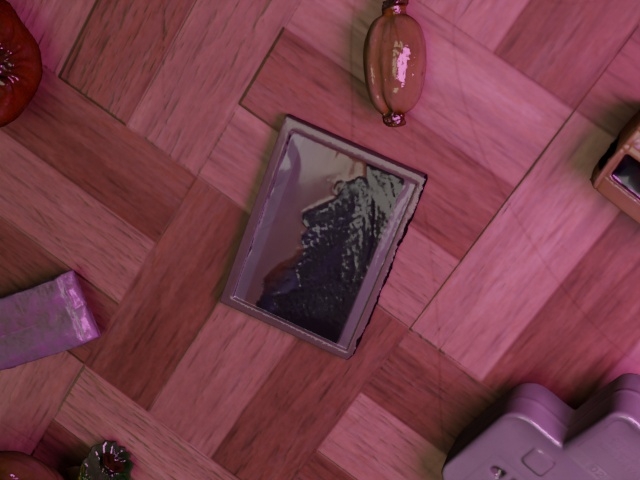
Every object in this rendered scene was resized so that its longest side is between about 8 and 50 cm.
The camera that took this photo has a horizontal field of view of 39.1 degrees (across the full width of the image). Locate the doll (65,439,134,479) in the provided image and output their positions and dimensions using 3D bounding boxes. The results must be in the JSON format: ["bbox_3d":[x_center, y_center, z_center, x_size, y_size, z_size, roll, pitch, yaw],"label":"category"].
[{"bbox_3d":[-0.323,0.345,1.275,0.078,0.077,0.113,41,113,-8],"label":"doll"}]

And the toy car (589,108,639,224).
[{"bbox_3d":[0.416,-0.034,0.949,0.256,0.101,0.124,38,116,5],"label":"toy car"}]

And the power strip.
[{"bbox_3d":[0.308,0.256,1.062,0.229,0.141,0.261,40,126,3],"label":"power strip"}]

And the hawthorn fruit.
[{"bbox_3d":[-0.456,-0.223,1.112,0.200,0.179,0.179,7,107,31],"label":"hawthorn fruit"}]

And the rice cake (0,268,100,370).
[{"bbox_3d":[-0.447,0.127,1.265,0.298,0.050,0.106,-17,99,19],"label":"rice cake"}]

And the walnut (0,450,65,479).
[{"bbox_3d":[-0.471,0.421,1.261,0.283,0.227,0.283,-12,133,-13],"label":"walnut"}]

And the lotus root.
[{"bbox_3d":[0.084,-0.205,1.016,0.073,0.062,0.150,11,107,37],"label":"lotus root"}]

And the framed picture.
[{"bbox_3d":[0.000,0.000,1.121,0.192,0.018,0.265,23,110,8],"label":"framed picture"}]
